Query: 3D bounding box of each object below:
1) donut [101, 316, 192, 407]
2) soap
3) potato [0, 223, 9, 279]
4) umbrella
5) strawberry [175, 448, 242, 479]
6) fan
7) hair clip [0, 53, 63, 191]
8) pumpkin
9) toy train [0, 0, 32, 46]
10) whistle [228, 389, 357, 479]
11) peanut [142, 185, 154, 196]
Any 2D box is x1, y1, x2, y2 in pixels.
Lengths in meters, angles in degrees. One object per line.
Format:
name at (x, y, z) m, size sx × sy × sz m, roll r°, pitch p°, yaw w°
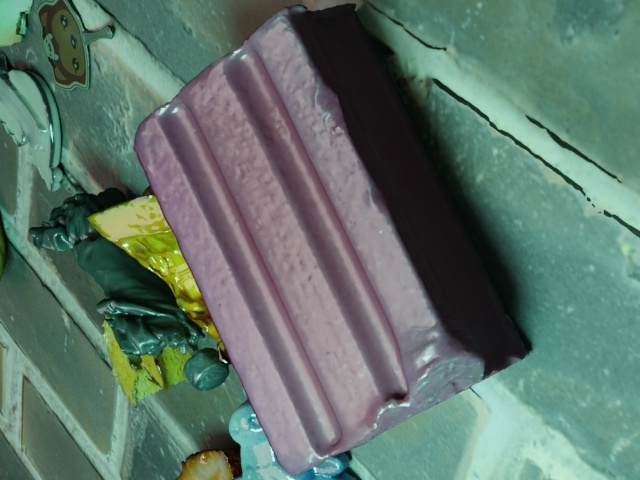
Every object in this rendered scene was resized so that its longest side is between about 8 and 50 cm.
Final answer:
donut at (-0.229, 0.134, 1.510) m, size 0.181 × 0.078 × 0.146 m, roll -35°, pitch 76°, yaw 61°
soap at (0.000, 0.000, 1.036) m, size 0.233 × 0.128 × 0.360 m, roll -32°, pitch 79°, yaw 35°
potato at (-0.612, -0.023, 1.896) m, size 0.296 × 0.141 × 0.192 m, roll 55°, pitch 126°, yaw 23°
umbrella at (-0.222, 0.064, 1.394) m, size 0.349 × 0.143 × 0.094 m, roll 45°, pitch 144°, yaw 33°
strawberry at (-0.131, 0.329, 1.466) m, size 0.146 × 0.082 × 0.187 m, roll 38°, pitch 128°, yaw 30°
fan at (-0.317, -0.260, 1.494) m, size 0.220 × 0.009 × 0.132 m, roll 2°, pitch 110°, yaw 54°
hair clip at (-0.429, -0.185, 1.649) m, size 0.220 × 0.054 × 0.140 m, roll 48°, pitch 135°, yaw 25°
pumpkin at (-0.078, 0.024, 1.232) m, size 0.312 × 0.148 × 0.169 m, roll 43°, pitch 99°, yaw 12°
toy train at (-0.439, -0.342, 1.564) m, size 0.099 × 0.072 × 0.188 m, roll 57°, pitch 143°, yaw 18°
whistle at (-0.030, 0.281, 1.294) m, size 0.180 × 0.093 × 0.269 m, roll -22°, pitch 89°, yaw 30°
peanut at (-0.171, -0.017, 1.355) m, size 0.076 × 0.076 × 0.152 m, roll 48°, pitch 160°, yaw 29°
